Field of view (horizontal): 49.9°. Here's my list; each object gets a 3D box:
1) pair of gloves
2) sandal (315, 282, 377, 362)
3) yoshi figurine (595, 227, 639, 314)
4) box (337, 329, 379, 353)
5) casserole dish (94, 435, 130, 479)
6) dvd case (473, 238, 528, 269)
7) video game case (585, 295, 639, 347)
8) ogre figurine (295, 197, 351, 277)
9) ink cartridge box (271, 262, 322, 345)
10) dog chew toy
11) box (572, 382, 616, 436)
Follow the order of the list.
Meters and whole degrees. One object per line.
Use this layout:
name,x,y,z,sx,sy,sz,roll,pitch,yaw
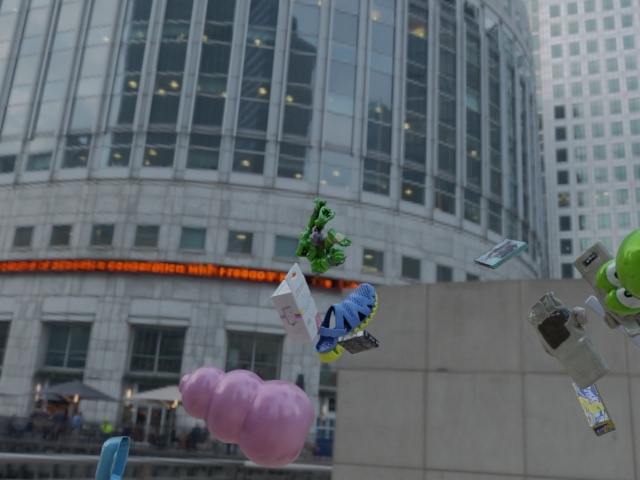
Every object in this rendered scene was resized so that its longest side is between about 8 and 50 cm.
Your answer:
pair of gloves,0.534,0.148,1.352,0.042,0.204,0.240,16,-62,-42
sandal,0.078,0.264,2.368,0.126,0.317,0.138,8,-38,50
yoshi figurine,0.556,0.002,0.933,0.362,0.204,0.203,-28,-58,19
box,0.094,0.254,1.718,0.083,0.018,0.067,-21,-45,33
casserole dish,-0.446,0.476,1.476,0.037,0.114,0.188,12,-17,-5
dvd case,0.381,0.028,1.459,0.087,0.013,0.119,-33,5,-2
video game case,0.917,0.289,1.946,0.329,0.036,0.300,45,13,32
ogre figurine,0.000,0.000,1.671,0.096,0.197,0.118,-7,-36,-46
ink cartridge box,-0.071,0.175,1.905,0.067,0.198,0.115,-16,16,20
dog chew toy,-0.185,0.408,1.663,0.331,0.207,0.206,23,-17,5
box,0.790,0.478,1.989,0.059,0.169,0.054,-28,-61,18
